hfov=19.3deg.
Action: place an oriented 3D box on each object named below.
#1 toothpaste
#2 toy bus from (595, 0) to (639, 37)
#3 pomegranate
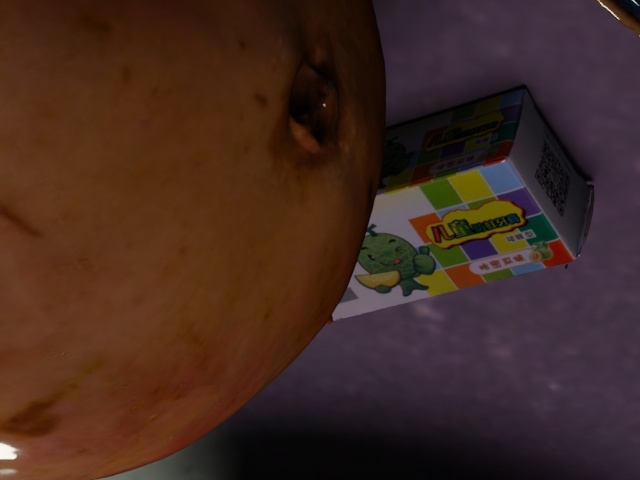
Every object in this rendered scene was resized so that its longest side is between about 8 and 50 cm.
[{"bbox_3d":[0.000,0.000,0.562,0.164,0.034,0.046,-15,128,31],"label":"toothpaste"},{"bbox_3d":[0.082,-0.097,0.373,0.182,0.103,0.091,33,136,-29],"label":"toy bus"},{"bbox_3d":[-0.078,-0.028,0.442,0.191,0.191,0.191,8,139,7],"label":"pomegranate"}]
